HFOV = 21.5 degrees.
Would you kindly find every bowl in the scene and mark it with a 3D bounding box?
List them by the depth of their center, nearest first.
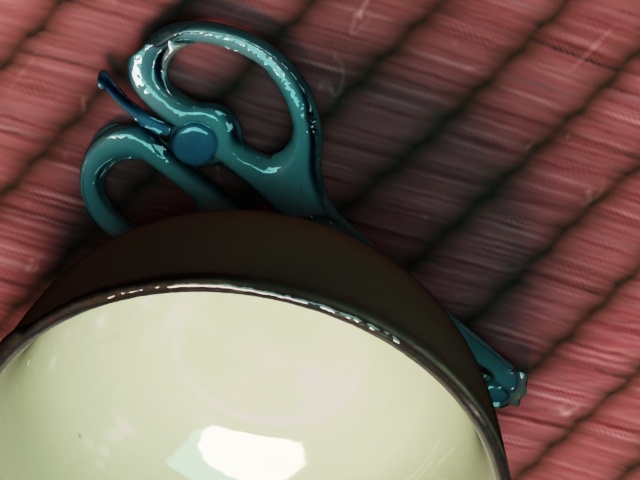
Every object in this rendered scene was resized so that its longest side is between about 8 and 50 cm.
[{"bbox_3d":[-0.047,0.111,1.137,0.354,0.185,0.353,3,126,5],"label":"bowl"}]

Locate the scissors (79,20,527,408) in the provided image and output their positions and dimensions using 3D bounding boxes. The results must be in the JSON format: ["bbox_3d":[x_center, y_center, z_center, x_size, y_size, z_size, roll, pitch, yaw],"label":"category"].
[{"bbox_3d":[0.000,0.000,1.198,0.393,0.032,0.180,37,112,-17],"label":"scissors"}]
